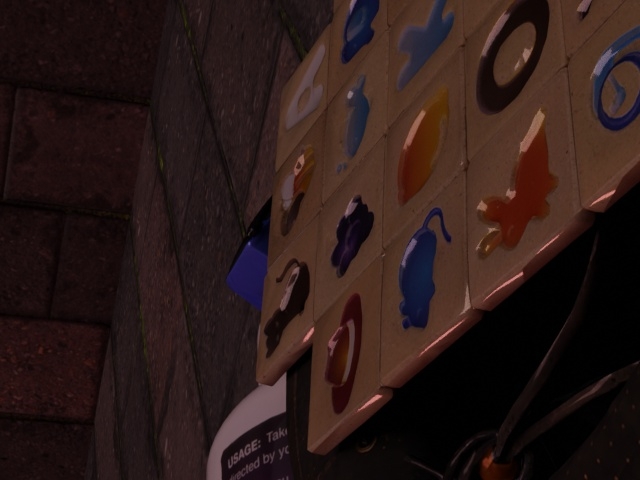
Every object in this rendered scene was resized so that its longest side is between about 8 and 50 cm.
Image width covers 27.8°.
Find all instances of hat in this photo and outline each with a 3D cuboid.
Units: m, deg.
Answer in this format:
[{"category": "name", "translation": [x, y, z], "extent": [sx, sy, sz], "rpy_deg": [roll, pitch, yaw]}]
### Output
[{"category": "hat", "translation": [0.111, 0.016, 0.450], "extent": [0.331, 0.134, 0.331], "rpy_deg": [-54, 26, 43]}]

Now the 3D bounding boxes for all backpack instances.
[{"category": "backpack", "translation": [0.000, 0.000, 0.966], "extent": [0.120, 0.101, 0.098], "rpy_deg": [-54, 5, -29]}]

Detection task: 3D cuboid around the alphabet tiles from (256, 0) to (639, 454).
[{"category": "alphabet tiles", "translation": [0.056, -0.092, 0.481], "extent": [0.342, 0.011, 0.285], "rpy_deg": [-48, 31, 47]}]

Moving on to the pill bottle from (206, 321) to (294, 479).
[{"category": "pill bottle", "translation": [0.040, 0.174, 0.575], "extent": [0.181, 0.181, 0.323], "rpy_deg": [115, 157, -49]}]
